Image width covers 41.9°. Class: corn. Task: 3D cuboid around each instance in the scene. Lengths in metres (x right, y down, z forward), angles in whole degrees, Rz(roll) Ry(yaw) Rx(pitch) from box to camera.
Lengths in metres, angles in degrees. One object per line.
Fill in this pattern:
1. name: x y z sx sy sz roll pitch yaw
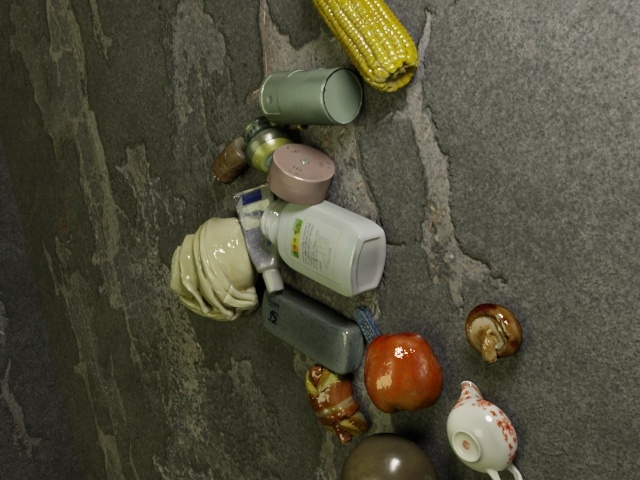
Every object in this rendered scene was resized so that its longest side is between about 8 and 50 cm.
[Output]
1. corn: 0.074 -0.459 1.713 0.344 0.131 0.131 57 137 20

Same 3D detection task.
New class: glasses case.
1. glasses case: -0.024 0.220 2.102 0.323 0.074 0.131 25 119 42

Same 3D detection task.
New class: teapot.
1. teapot: -0.113 -0.242 2.019 0.166 0.130 0.119 -39 53 15
2. teapot: 0.342 0.421 1.747 0.159 0.116 0.245 -31 85 38

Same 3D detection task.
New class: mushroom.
1. mushroom: 0.342 0.181 1.662 0.127 0.087 0.127 20 120 39

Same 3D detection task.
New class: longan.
1. longan: 0.165 0.560 1.899 0.248 0.248 0.248 20 117 44

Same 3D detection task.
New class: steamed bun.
1. steamed bun: -0.283 0.085 2.248 0.289 0.203 0.276 -30 80 48

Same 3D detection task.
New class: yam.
1. yam: -0.224 -0.210 2.178 0.127 0.084 0.084 -39 74 44

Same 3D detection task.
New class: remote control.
1. remote control: 0.125 0.225 1.973 0.043 0.027 0.152 -35 78 42

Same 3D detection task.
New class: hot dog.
1. hot dog: 0.029 0.407 2.085 0.146 0.103 0.213 -34 78 49

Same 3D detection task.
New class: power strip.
1. power strip: -0.043 -0.155 1.935 0.154 0.154 0.078 44 134 30

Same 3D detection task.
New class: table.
1. table: -0.022 -0.320 1.869 0.220 0.126 0.126 8 109 48

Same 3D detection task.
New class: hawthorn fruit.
1. hawthorn fruit: 0.176 0.287 1.823 0.189 0.189 0.189 20 117 44

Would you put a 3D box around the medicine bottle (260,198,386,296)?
1. medicine bottle: 0.000 0.000 1.962 0.324 0.124 0.179 24 119 40

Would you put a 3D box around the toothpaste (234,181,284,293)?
1. toothpaste: -0.146 -0.002 2.138 0.068 0.099 0.282 118 139 -76
